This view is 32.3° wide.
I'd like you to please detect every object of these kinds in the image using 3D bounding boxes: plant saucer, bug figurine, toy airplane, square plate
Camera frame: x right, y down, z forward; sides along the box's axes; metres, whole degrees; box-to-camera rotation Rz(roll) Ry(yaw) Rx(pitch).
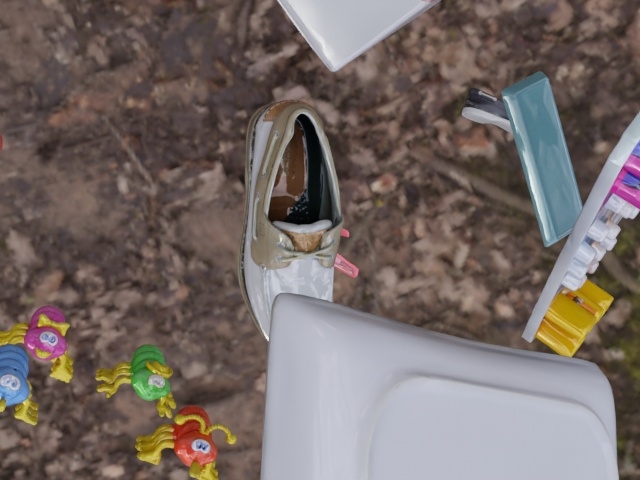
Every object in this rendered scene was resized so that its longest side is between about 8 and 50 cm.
[{"bbox_3d":[0.257,-0.091,1.251,0.067,0.192,0.018,-29,-160,-29],"label":"plant saucer"},{"bbox_3d":[-0.218,0.140,1.091,0.279,0.216,0.072,23,103,-23],"label":"bug figurine"},{"bbox_3d":[0.000,0.000,1.721,0.028,0.151,0.151,-59,161,-24],"label":"toy airplane"},{"bbox_3d":[0.099,0.225,0.683,0.347,0.344,0.049,16,160,-43],"label":"square plate"}]

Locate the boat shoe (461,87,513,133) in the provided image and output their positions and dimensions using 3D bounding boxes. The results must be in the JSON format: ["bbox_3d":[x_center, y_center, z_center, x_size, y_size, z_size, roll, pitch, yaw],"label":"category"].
[{"bbox_3d":[0.240,-0.161,1.414,0.125,0.038,0.046,16,176,-14],"label":"boat shoe"}]

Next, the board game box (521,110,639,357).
[{"bbox_3d":[0.309,-0.113,0.858,0.390,0.050,0.390,-50,165,-16],"label":"board game box"}]

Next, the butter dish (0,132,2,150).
[{"bbox_3d":[-0.440,-0.119,1.322,0.118,0.160,0.160,1,121,3],"label":"butter dish"}]

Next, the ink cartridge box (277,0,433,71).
[{"bbox_3d":[0.132,-0.363,1.208,0.279,0.160,0.384,-33,-173,31],"label":"ink cartridge box"}]

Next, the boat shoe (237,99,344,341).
[{"bbox_3d":[-0.033,-0.008,1.264,0.113,0.302,0.103,-8,-174,-18],"label":"boat shoe"}]
